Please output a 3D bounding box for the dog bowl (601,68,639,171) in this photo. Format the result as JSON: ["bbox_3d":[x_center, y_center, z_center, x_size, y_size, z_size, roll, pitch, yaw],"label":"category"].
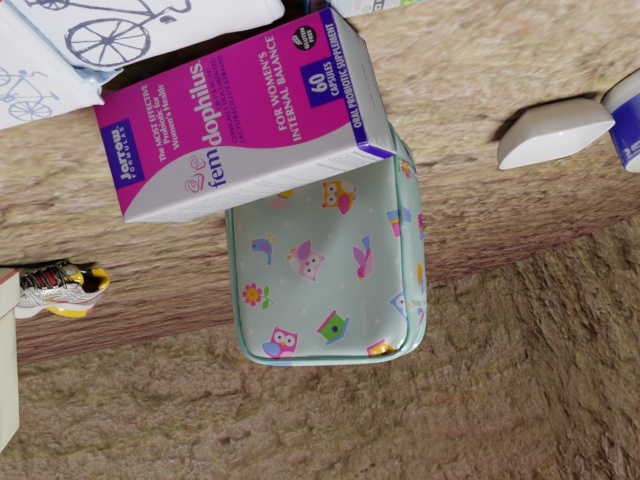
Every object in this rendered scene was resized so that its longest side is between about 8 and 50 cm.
[{"bbox_3d":[0.540,-0.191,0.921,0.265,0.104,0.265,-14,169,-3],"label":"dog bowl"}]

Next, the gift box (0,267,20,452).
[{"bbox_3d":[-0.508,0.146,0.734,0.277,0.258,0.255,3,-168,-11],"label":"gift box"}]

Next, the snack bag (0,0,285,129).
[{"bbox_3d":[-0.200,-0.150,0.380,0.343,0.037,0.323,-15,168,4],"label":"snack bag"}]

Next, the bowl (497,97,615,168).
[{"bbox_3d":[0.328,-0.156,0.953,0.142,0.053,0.142,-14,168,-7],"label":"bowl"}]

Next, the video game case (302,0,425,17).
[{"bbox_3d":[0.070,-0.209,0.481,0.166,0.015,0.119,-13,168,-6],"label":"video game case"}]

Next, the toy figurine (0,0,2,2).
[{"bbox_3d":[-0.209,-0.078,0.147,0.191,0.217,0.362,-9,159,-12],"label":"toy figurine"}]

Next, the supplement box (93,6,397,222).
[{"bbox_3d":[-0.062,-0.096,0.569,0.220,0.111,0.114,-17,178,18],"label":"supplement box"}]

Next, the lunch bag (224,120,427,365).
[{"bbox_3d":[0.000,0.000,0.752,0.224,0.279,0.108,-7,171,20],"label":"lunch bag"}]

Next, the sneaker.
[{"bbox_3d":[-0.434,0.065,1.051,0.093,0.088,0.225,-41,160,19],"label":"sneaker"}]
